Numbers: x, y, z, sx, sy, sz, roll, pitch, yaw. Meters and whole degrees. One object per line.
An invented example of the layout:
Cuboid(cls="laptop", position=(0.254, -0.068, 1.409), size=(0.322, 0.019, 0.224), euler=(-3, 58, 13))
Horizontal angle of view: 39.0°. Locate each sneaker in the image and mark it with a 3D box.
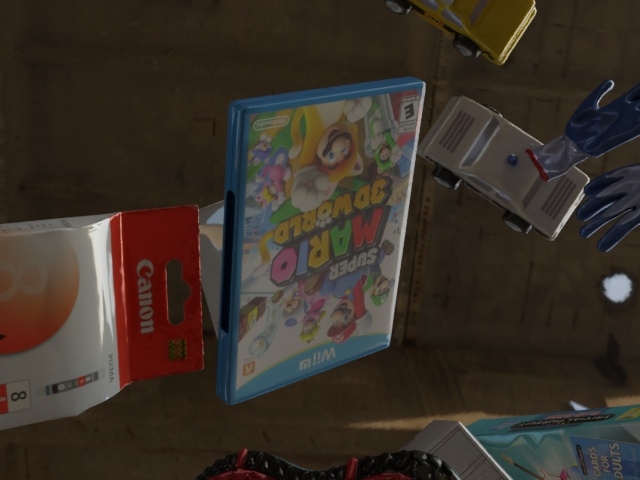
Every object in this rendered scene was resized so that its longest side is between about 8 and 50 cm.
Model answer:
Cuboid(cls="sneaker", position=(0.004, 0.236, 0.701), size=(0.262, 0.104, 0.125), euler=(-8, -44, 30))

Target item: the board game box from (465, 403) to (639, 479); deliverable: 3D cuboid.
Cuboid(cls="board game box", position=(0.312, 0.325, 1.031), size=(0.079, 0.336, 0.253), euler=(-15, -95, -36))

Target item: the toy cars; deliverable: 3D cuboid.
Cuboid(cls="toy cars", position=(0.177, -0.183, 0.994), size=(0.176, 0.087, 0.393), euler=(-16, -94, 0))

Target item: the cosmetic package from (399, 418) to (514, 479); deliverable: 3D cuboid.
Cuboid(cls="cosmetic package", position=(0.135, 0.229, 0.884), size=(0.060, 0.239, 0.099), euler=(-39, -99, -5))

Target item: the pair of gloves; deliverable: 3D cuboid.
Cuboid(cls="pair of gloves", position=(0.277, -0.076, 0.800), size=(0.159, 0.198, 0.023), euler=(-30, -49, 6))

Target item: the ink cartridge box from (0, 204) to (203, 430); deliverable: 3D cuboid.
Cuboid(cls="ink cartridge box", position=(-0.168, 0.055, 0.668), size=(0.179, 0.045, 0.145), euler=(-7, -73, -23))

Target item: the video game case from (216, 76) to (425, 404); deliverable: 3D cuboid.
Cuboid(cls="video game case", position=(0.000, 0.000, 0.484), size=(0.119, 0.015, 0.166), euler=(-15, -58, -37))

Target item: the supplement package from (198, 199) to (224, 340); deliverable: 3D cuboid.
Cuboid(cls="supplement package", position=(-0.066, 0.038, 1.023), size=(0.105, 0.105, 0.179), euler=(-16, -90, -39))
